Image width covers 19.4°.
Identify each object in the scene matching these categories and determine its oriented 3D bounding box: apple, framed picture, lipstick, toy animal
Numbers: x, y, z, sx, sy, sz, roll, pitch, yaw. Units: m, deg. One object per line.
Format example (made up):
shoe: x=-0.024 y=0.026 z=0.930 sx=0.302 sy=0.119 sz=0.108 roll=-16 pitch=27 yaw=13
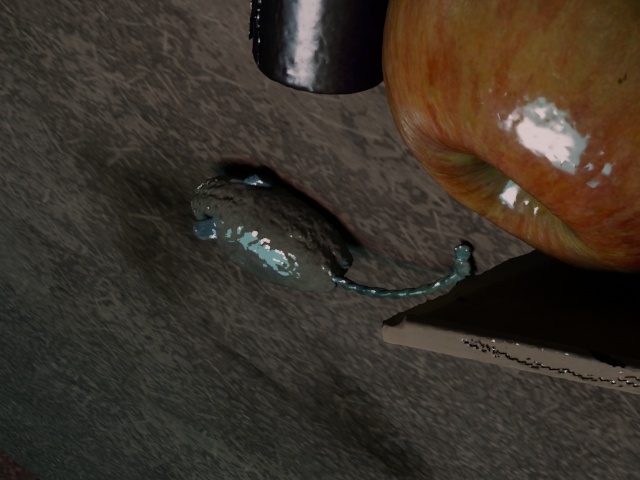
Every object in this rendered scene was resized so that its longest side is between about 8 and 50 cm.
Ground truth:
apple: x=0.135 y=-0.090 z=0.866 sx=0.211 sy=0.188 sz=0.211 roll=31 pitch=167 yaw=8
framed picture: x=0.195 y=0.013 z=0.917 sx=0.209 sy=0.281 sz=0.019 roll=10 pitch=113 yaw=49
lipstick: x=0.012 y=-0.206 z=0.857 sx=0.081 sy=0.081 sz=0.300 roll=25 pitch=130 yaw=26
toy animal: x=0.003 y=0.009 z=1.416 sx=0.253 sy=0.070 sz=0.079 roll=20 pitch=168 yaw=29
